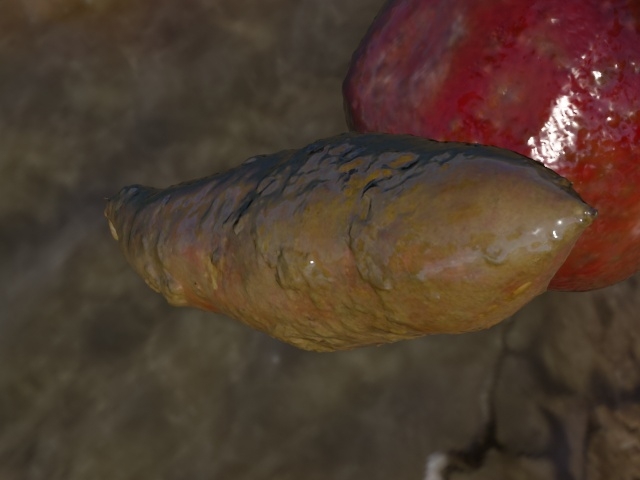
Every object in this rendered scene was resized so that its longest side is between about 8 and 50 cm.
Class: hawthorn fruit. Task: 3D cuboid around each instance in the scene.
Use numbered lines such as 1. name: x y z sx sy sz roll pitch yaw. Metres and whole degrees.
1. hawthorn fruit: 0.133 -0.095 0.919 0.250 0.215 0.215 -55 51 15

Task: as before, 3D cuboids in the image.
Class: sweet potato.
1. sweet potato: 0.000 0.000 0.458 0.206 0.068 0.060 3 96 46
